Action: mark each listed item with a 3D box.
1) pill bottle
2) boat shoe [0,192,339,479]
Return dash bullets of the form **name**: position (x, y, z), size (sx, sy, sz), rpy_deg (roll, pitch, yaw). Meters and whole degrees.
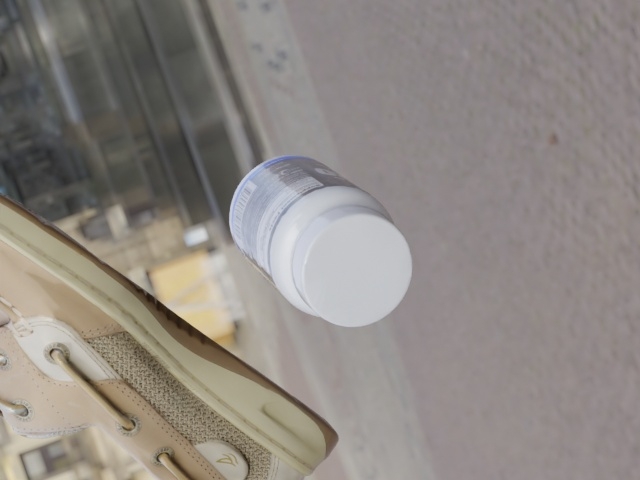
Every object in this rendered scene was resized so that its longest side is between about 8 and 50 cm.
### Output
- **pill bottle**: position (0.000, 0.000, 0.956), size (0.137, 0.078, 0.078), rpy_deg (-141, 30, -66)
- **boat shoe**: position (-0.144, 0.064, 0.934), size (0.341, 0.110, 0.121), rpy_deg (37, 175, -19)
